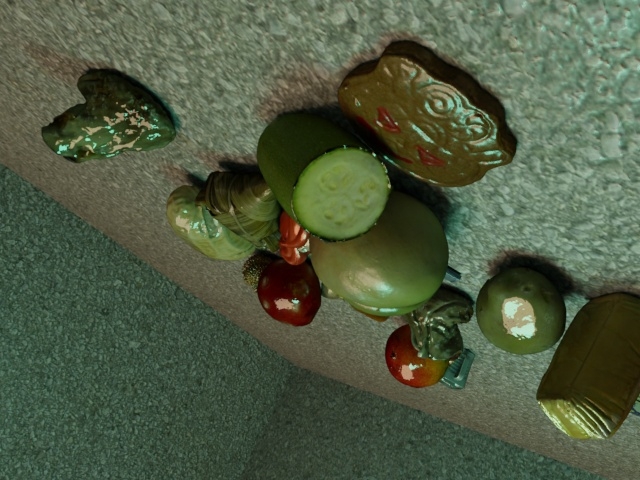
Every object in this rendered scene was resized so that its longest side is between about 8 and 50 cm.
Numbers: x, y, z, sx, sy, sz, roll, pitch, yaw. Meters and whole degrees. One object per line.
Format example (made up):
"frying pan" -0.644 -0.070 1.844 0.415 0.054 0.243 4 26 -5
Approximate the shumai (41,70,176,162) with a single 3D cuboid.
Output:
"shumai" -0.488 -0.251 1.311 0.272 0.203 0.222 13 157 28

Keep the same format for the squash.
"squash" -0.003 -0.128 1.025 0.189 0.189 0.260 39 -172 -29

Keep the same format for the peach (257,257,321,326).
"peach" -0.096 0.168 1.799 0.243 0.200 0.243 59 165 28

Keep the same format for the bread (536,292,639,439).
"bread" 0.529 0.234 1.063 0.119 0.288 0.152 38 159 0

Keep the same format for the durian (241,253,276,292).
"durian" -0.197 0.118 1.957 0.158 0.136 0.168 33 146 -6

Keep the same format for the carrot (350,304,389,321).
"carrot" 0.145 0.195 1.758 0.087 0.087 0.193 7 150 45

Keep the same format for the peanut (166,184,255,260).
"peanut" -0.329 -0.044 1.683 0.158 0.174 0.340 58 179 35

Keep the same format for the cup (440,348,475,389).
"cup" 0.445 0.418 1.851 0.095 0.129 0.128 28 160 -3

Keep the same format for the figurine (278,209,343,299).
"figurine" -0.002 0.006 1.363 0.257 0.181 0.208 43 -175 -19

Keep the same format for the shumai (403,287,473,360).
"shumai" 0.281 0.223 1.495 0.218 0.185 0.184 14 156 35

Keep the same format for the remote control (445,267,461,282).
"remote control" 0.263 0.057 1.345 0.153 0.027 0.043 29 156 -9

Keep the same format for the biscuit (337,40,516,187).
"biscuit" 0.158 -0.175 0.873 0.273 0.049 0.257 33 160 -20

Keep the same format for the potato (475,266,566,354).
"potato" 0.416 0.147 1.174 0.178 0.160 0.235 1 138 16

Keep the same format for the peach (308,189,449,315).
"peach" 0.118 0.017 1.133 0.292 0.247 0.292 43 -177 -3

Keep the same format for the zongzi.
"zongzi" -0.124 -0.073 1.402 0.289 0.134 0.286 -4 150 43

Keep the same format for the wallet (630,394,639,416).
"wallet" 0.738 0.358 1.397 0.223 0.077 0.309 13 158 44

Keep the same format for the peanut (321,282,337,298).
"peanut" 0.039 0.153 1.816 0.076 0.076 0.152 26 158 6

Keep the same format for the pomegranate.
"pomegranate" 0.320 0.361 1.792 0.236 0.210 0.210 -13 159 -6
